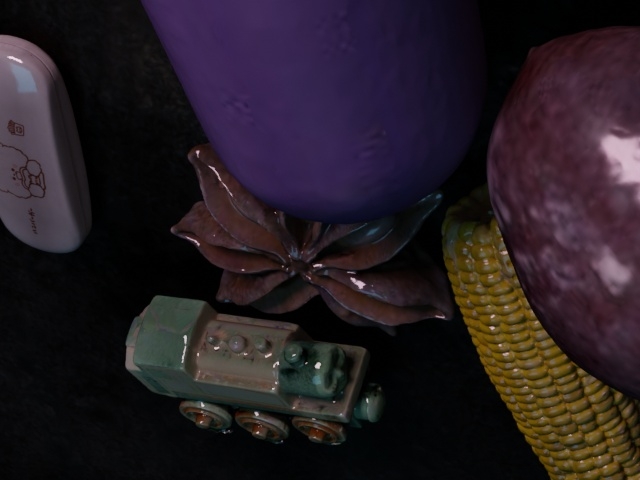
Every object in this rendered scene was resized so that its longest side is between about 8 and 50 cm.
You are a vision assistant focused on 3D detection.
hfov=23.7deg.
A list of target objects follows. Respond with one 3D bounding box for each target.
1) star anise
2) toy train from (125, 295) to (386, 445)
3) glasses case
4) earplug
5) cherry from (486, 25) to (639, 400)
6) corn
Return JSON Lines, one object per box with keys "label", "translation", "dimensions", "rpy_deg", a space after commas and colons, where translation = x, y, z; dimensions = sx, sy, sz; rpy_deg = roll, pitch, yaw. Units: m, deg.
{"label": "star anise", "translation": [-0.006, -0.012, 1.056], "dimensions": [0.212, 0.073, 0.197], "rpy_deg": [12, 139, 16]}
{"label": "toy train", "translation": [-0.049, 0.100, 1.163], "dimensions": [0.194, 0.080, 0.125], "rpy_deg": [5, 154, 29]}
{"label": "glasses case", "translation": [-0.218, -0.069, 1.141], "dimensions": [0.074, 0.049, 0.193], "rpy_deg": [14, 134, 19]}
{"label": "earplug", "translation": [-0.027, -0.199, 0.802], "dimensions": [0.215, 0.215, 0.456], "rpy_deg": [5, 136, 26]}
{"label": "cherry", "translation": [0.207, -0.008, 0.858], "dimensions": [0.266, 0.183, 0.213], "rpy_deg": [45, 129, 7]}
{"label": "corn", "translation": [0.154, 0.071, 1.017], "dimensions": [0.093, 0.093, 0.244], "rpy_deg": [-7, 119, 35]}
